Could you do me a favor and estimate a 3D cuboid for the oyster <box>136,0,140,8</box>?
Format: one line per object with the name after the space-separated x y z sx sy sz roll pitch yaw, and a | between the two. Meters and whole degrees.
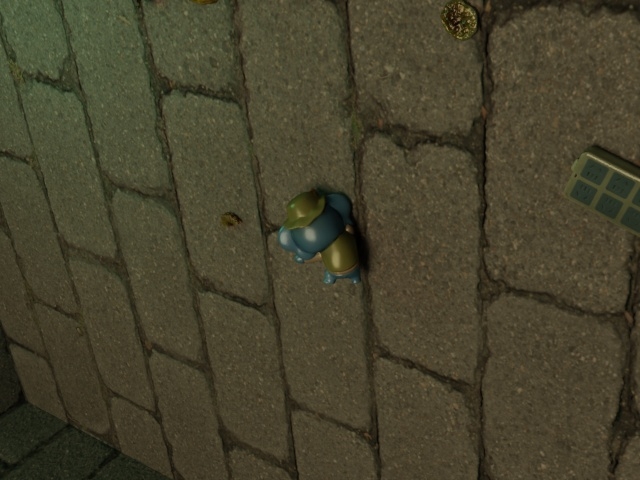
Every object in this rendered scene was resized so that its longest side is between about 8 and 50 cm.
-0.489 -0.740 1.981 0.166 0.094 0.294 36 147 42 | oyster

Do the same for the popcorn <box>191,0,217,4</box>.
-0.250 -0.628 1.767 0.254 0.190 0.191 2 124 35 | popcorn

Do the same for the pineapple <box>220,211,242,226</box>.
-0.263 -0.060 2.258 0.083 0.019 0.045 -6 115 45 | pineapple

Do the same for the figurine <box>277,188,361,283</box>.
0.001 0.000 1.985 0.180 0.154 0.262 -11 105 32 | figurine

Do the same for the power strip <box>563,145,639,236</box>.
0.601 -0.078 1.509 0.270 0.046 0.118 32 133 19 | power strip

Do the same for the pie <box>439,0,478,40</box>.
0.277 -0.438 1.566 0.084 0.020 0.084 21 128 30 | pie
